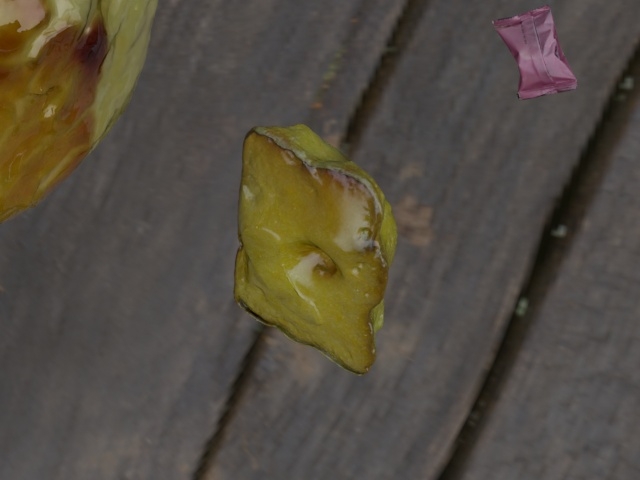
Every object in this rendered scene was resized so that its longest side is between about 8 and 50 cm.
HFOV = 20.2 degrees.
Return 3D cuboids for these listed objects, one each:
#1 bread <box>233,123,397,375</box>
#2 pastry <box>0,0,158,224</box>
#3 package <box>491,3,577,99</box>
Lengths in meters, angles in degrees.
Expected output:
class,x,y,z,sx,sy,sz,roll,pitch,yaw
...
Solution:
class,x,y,z,sx,sy,sz,roll,pitch,yaw
bread,0.000,0.000,1.596,0.161,0.233,0.088,24,51,18
pastry,-0.285,-0.137,1.052,0.389,0.388,0.312,0,72,-17
package,0.195,-0.170,1.636,0.059,0.029,0.083,-12,110,28
